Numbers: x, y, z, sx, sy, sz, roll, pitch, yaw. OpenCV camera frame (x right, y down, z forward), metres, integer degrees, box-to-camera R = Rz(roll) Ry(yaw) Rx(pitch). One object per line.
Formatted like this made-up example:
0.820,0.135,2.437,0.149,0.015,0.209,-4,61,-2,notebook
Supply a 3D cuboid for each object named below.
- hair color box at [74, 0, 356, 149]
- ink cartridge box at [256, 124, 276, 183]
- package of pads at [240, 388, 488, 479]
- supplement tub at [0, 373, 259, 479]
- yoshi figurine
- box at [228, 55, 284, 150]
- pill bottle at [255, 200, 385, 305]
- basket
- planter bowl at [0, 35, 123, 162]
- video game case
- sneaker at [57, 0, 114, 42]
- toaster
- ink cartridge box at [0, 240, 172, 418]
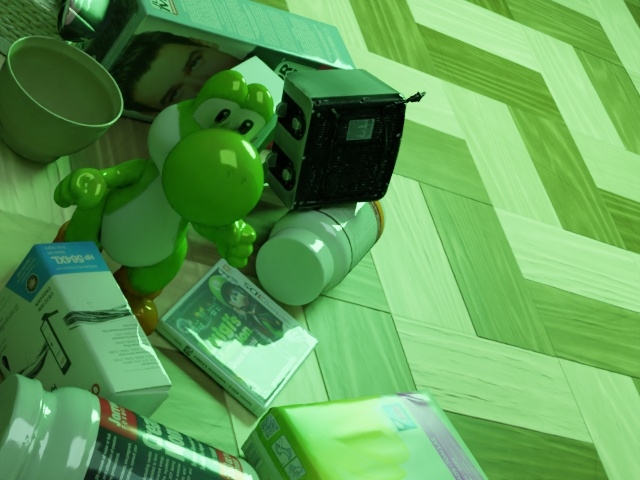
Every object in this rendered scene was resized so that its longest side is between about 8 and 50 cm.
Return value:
-0.152,-0.254,2.148,0.374,0.185,0.113,11,43,-37,hair color box
-0.009,-0.124,2.151,0.056,0.171,0.235,50,34,15,ink cartridge box
0.073,0.302,1.787,0.296,0.101,0.229,-1,49,-45,package of pads
-0.212,0.260,1.461,0.272,0.191,0.191,27,35,-20,supplement tub
-0.178,-0.031,1.687,0.203,0.362,0.203,-11,59,-52,yoshi figurine
-0.129,-0.154,2.064,0.091,0.170,0.130,42,31,5,box
0.000,0.000,2.056,0.121,0.121,0.221,42,33,2,pill bottle
-0.413,-0.327,2.047,0.167,0.103,0.113,34,33,-9,basket
-0.351,-0.170,1.914,0.162,0.109,0.162,26,36,-21,planter bowl
-0.103,0.120,1.899,0.173,0.022,0.190,40,32,1,video game case
-0.320,-0.330,1.992,0.072,0.077,0.178,48,42,-34,sneaker
0.025,-0.140,2.013,0.186,0.168,0.110,-7,33,-31,toaster
-0.268,0.124,1.607,0.086,0.148,0.203,0,50,-47,ink cartridge box
